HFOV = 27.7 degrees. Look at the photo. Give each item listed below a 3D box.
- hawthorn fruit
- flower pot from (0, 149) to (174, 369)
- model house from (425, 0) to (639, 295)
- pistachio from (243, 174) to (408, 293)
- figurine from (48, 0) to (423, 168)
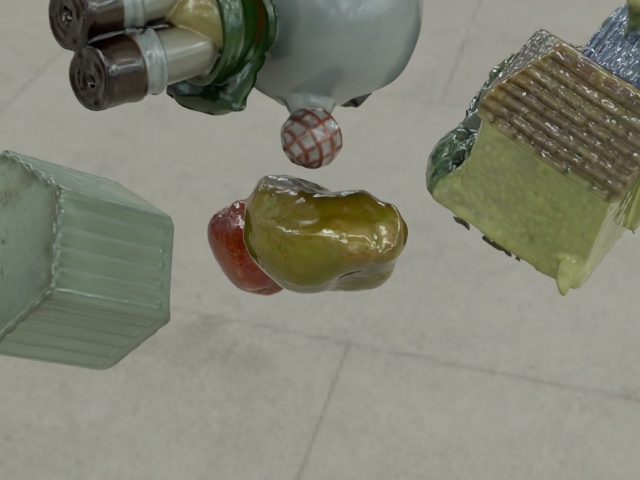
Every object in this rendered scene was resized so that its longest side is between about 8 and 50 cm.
[{"bbox_3d":[-0.083,0.006,1.777,0.132,0.133,0.138,-18,81,-31],"label":"hawthorn fruit"},{"bbox_3d":[-0.308,0.027,1.512,0.239,0.209,0.189,32,9,37],"label":"flower pot"},{"bbox_3d":[0.290,-0.156,1.450,0.261,0.266,0.321,35,60,14],"label":"model house"},{"bbox_3d":[-0.001,0.002,1.140,0.110,0.100,0.189,-32,34,-31],"label":"pistachio"},{"bbox_3d":[-0.050,-0.196,1.107,0.370,0.281,0.167,-18,-3,-38],"label":"figurine"}]
